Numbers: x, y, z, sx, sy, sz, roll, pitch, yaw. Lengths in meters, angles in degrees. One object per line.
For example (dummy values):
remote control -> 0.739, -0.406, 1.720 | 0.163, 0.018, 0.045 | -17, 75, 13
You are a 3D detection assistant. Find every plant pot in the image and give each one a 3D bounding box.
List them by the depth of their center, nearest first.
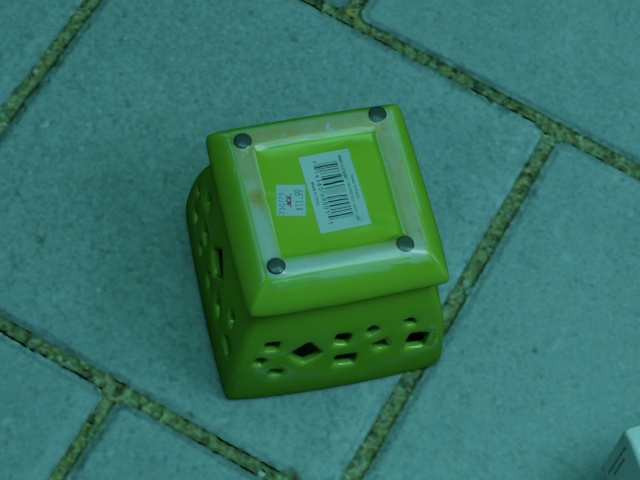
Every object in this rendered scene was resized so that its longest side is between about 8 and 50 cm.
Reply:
plant pot -> 0.000, 0.000, 1.877 | 0.227, 0.207, 0.228 | -9, 64, -11

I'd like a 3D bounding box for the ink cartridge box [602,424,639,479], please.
ink cartridge box -> 0.405, 0.292, 1.793 | 0.198, 0.115, 0.273 | -13, 65, -12
